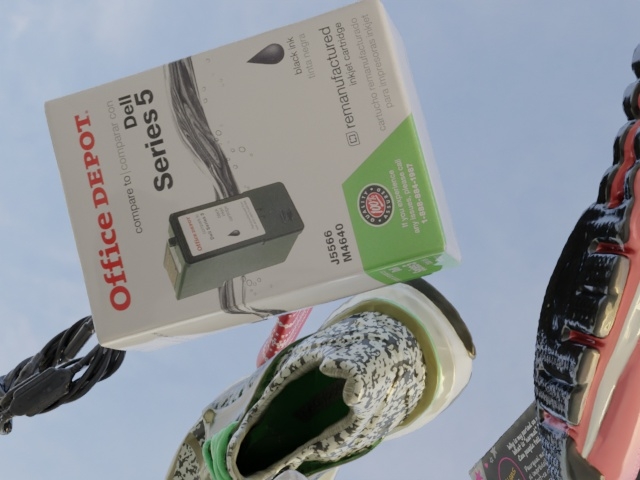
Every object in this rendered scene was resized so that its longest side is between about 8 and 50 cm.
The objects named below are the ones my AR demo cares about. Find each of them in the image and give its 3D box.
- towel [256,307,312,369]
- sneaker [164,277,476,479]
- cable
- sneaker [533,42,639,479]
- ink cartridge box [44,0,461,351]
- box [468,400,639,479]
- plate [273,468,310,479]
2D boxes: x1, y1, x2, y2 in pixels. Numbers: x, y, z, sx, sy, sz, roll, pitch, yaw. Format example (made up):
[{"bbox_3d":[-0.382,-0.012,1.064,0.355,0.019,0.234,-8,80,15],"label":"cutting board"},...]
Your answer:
[{"bbox_3d":[0.000,0.000,1.362,0.031,0.199,0.274,24,-47,5],"label":"towel"},{"bbox_3d":[-0.053,0.182,1.175,0.410,0.182,0.158,-46,-107,32],"label":"sneaker"},{"bbox_3d":[-0.267,0.131,1.344,0.047,0.184,0.150,55,-9,-14],"label":"cable"},{"bbox_3d":[0.202,-0.008,0.618,0.136,0.116,0.313,19,-85,-2],"label":"sneaker"},{"bbox_3d":[-0.051,-0.043,0.990,0.273,0.115,0.198,-16,-99,10],"label":"ink cartridge box"},{"bbox_3d":[0.256,0.147,0.891,0.142,0.247,0.163,62,-31,24],"label":"box"},{"bbox_3d":[-0.031,0.263,0.469,0.278,0.045,0.277,127,-36,-47],"label":"plate"}]
